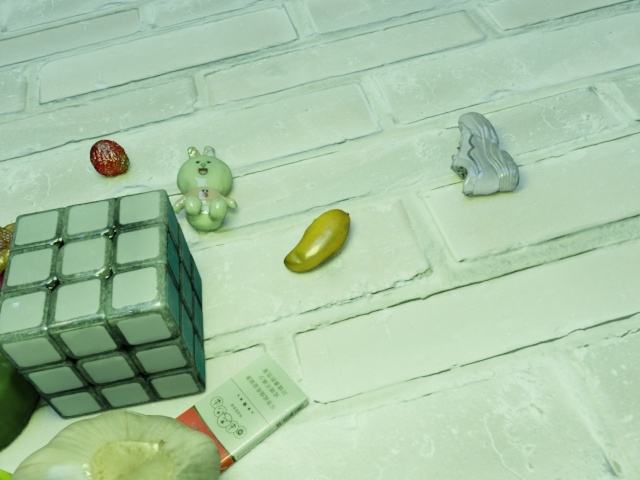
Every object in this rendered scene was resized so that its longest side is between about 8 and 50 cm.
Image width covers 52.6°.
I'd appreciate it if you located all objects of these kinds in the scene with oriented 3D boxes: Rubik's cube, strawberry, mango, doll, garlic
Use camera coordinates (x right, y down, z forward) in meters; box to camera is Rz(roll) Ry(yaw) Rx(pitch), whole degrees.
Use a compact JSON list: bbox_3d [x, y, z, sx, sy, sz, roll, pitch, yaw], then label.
[{"bbox_3d":[-0.403,0.124,1.251,0.303,0.301,0.305,-12,50,-3],"label":"Rubik's cube"},{"bbox_3d":[-0.549,-0.216,1.696,0.106,0.106,0.106,-4,49,5],"label":"strawberry"},{"bbox_3d":[0.000,0.000,1.448,0.190,0.075,0.098,-44,42,-22],"label":"mango"},{"bbox_3d":[-0.286,-0.122,1.579,0.154,0.113,0.275,-6,42,-9],"label":"doll"},{"bbox_3d":[-0.314,0.418,1.025,0.317,0.259,0.318,20,48,-24],"label":"garlic"}]

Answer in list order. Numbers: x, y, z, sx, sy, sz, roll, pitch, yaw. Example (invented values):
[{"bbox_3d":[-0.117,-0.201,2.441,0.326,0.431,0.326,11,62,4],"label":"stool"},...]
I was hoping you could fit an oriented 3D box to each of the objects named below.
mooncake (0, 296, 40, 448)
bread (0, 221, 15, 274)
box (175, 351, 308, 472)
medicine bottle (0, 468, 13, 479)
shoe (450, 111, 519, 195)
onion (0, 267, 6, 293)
[{"bbox_3d":[-0.722,0.255,1.258,0.356,0.194,0.357,-4,50,5],"label":"mooncake"},{"bbox_3d":[-0.737,0.021,1.536,0.104,0.076,0.233,30,52,15],"label":"bread"},{"bbox_3d":[-0.158,0.328,1.216,0.245,0.035,0.139,-36,55,-21],"label":"box"},{"bbox_3d":[-0.556,0.510,1.053,0.137,0.141,0.250,16,54,16],"label":"medicine bottle"},{"bbox_3d":[0.366,-0.205,1.558,0.137,0.095,0.245,-15,56,-8],"label":"shoe"},{"bbox_3d":[-0.654,0.061,1.448,0.149,0.140,0.150,-1,33,0],"label":"onion"}]
